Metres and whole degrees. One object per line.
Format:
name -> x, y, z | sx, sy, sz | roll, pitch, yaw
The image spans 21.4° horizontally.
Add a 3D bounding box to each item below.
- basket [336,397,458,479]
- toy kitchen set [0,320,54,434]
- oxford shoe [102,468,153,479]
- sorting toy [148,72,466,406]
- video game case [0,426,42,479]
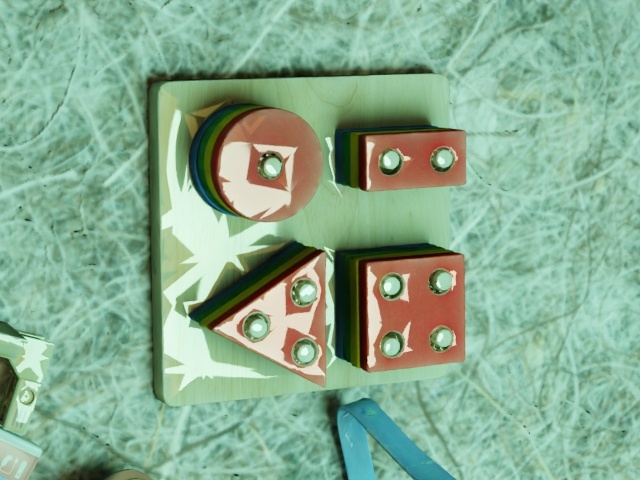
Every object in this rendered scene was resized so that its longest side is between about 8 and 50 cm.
basket -> 0.095, 0.293, 1.345 | 0.201, 0.255, 0.289 | -14, 114, -19
toy kitchen set -> -0.247, 0.100, 1.266 | 0.083, 0.068, 0.075 | 18, 90, -25
oxford shoe -> -0.147, 0.377, 1.303 | 0.140, 0.146, 0.397 | -6, 85, -64
sorting toy -> 0.000, 0.000, 1.351 | 0.255, 0.089, 0.257 | -4, 99, -23
video game case -> -0.361, 0.239, 1.259 | 0.204, 0.025, 0.285 | 30, 85, -24
